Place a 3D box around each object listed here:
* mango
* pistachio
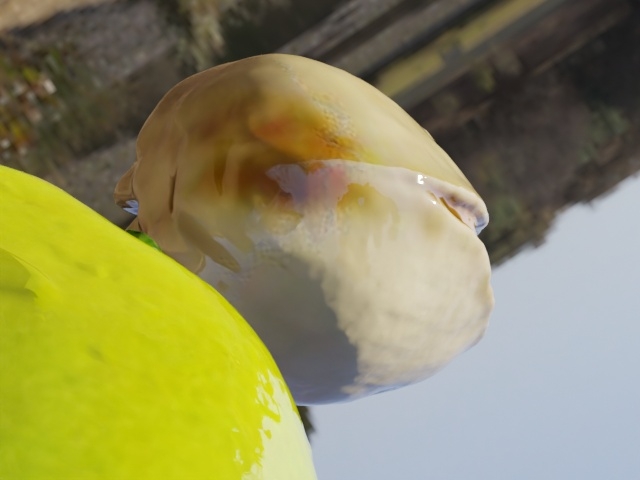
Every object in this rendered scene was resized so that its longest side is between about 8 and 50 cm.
[{"bbox_3d":[-0.087,0.098,0.369,0.185,0.273,0.149,6,132,-16],"label":"mango"},{"bbox_3d":[0.000,0.000,0.690,0.144,0.144,0.215,-33,155,17],"label":"pistachio"}]
